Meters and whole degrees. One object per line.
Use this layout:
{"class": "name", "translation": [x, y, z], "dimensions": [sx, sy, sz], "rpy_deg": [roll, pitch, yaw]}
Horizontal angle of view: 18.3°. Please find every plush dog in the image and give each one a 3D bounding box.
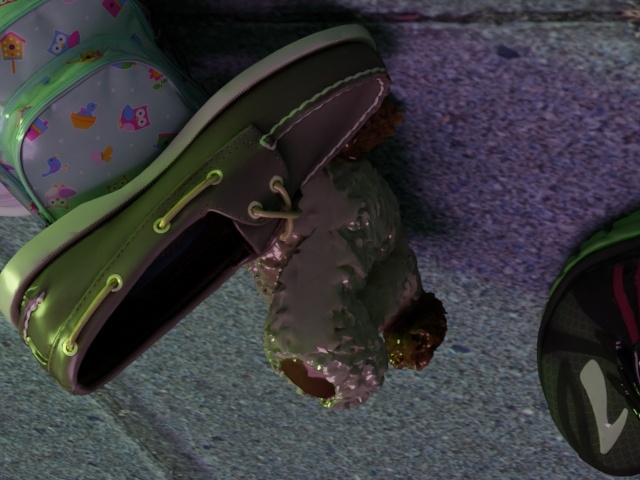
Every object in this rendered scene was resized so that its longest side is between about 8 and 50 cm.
{"class": "plush dog", "translation": [0.000, 0.000, 1.550], "dimensions": [0.262, 0.210, 0.225], "rpy_deg": [38, 174, 20]}

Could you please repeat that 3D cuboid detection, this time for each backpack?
{"class": "backpack", "translation": [-0.178, -0.107, 1.403], "dimensions": [0.188, 0.166, 0.144], "rpy_deg": [52, -179, -36]}

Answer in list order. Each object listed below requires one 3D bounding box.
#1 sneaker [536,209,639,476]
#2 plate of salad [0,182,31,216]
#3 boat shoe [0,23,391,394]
{"class": "sneaker", "translation": [0.278, 0.085, 1.483], "dimensions": [0.185, 0.202, 0.483], "rpy_deg": [19, 153, -5]}
{"class": "plate of salad", "translation": [-0.279, -0.098, 1.604], "dimensions": [0.200, 0.048, 0.200], "rpy_deg": [10, 136, 10]}
{"class": "boat shoe", "translation": [-0.072, -0.022, 1.379], "dimensions": [0.097, 0.324, 0.116], "rpy_deg": [50, 175, 29]}
